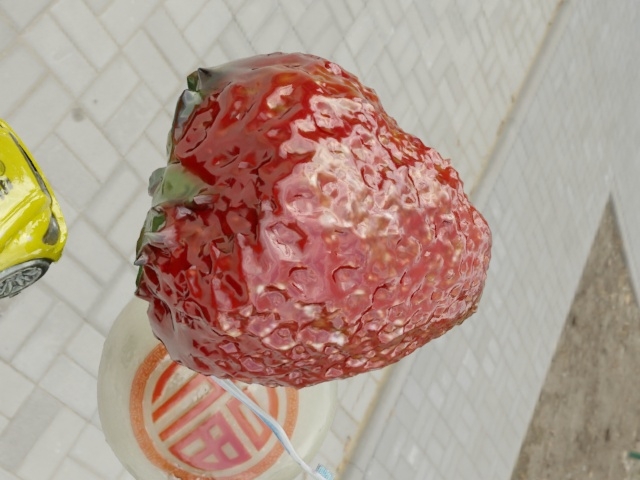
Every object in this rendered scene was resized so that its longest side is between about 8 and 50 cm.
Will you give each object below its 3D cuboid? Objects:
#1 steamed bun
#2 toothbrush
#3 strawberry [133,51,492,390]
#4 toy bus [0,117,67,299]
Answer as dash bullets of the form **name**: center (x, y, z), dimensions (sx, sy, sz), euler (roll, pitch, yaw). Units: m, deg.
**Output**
- **steamed bun**: center (-0.115, 0.169, 0.790), dimensions (0.282, 0.177, 0.283), euler (0, 93, -7)
- **toothbrush**: center (-0.050, 0.176, 0.662), dimensions (0.162, 0.014, 0.017), euler (42, 49, 2)
- **strawberry**: center (0.000, 0.000, 0.539), dimensions (0.276, 0.257, 0.258), euler (16, 82, -13)
- **toy bus**: center (-0.337, -0.002, 0.450), dimensions (0.330, 0.152, 0.144), euler (-27, 79, -33)
